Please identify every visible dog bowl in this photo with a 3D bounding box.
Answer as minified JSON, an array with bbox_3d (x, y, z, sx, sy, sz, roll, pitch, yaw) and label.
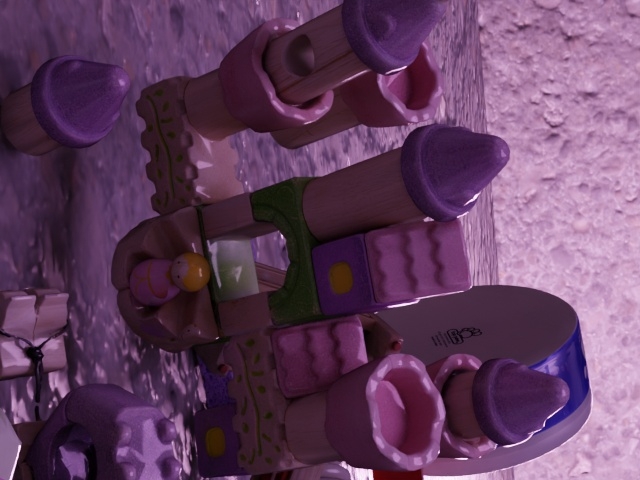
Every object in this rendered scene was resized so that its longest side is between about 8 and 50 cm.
[{"bbox_3d":[0.158,0.147,1.622,0.265,0.265,0.104,-61,143,-64],"label":"dog bowl"}]

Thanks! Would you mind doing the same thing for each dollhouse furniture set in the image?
[{"bbox_3d":[-0.045,0.121,1.093,0.184,0.129,0.129,-69,-159,8],"label":"dollhouse furniture set"}]

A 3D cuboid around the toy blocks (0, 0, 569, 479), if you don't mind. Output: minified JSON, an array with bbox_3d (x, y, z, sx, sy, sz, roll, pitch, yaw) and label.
[{"bbox_3d":[0.000,0.000,0.840,0.309,0.260,0.288,-1,79,-46],"label":"toy blocks"}]

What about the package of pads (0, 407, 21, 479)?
[{"bbox_3d":[-0.206,0.172,0.431,0.229,0.101,0.296,34,70,-72],"label":"package of pads"}]

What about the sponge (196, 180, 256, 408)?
[{"bbox_3d":[-0.073,0.067,1.209,0.117,0.031,0.210,-64,148,-64],"label":"sponge"}]

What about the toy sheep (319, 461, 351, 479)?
[{"bbox_3d":[-0.010,0.226,1.323,0.091,0.091,0.132,58,18,-62],"label":"toy sheep"}]

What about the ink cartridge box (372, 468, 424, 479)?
[{"bbox_3d":[0.042,0.302,1.402,0.134,0.078,0.231,148,-56,-67],"label":"ink cartridge box"}]
